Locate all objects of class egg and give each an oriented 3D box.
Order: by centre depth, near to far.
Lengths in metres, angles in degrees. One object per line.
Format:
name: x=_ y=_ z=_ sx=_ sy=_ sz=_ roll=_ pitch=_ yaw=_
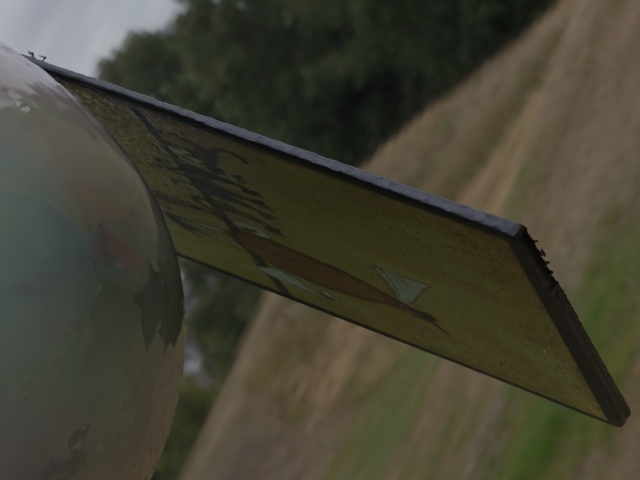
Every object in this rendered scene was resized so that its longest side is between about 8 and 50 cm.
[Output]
egg: x=-0.216 y=0.039 z=0.880 sx=0.340 sy=0.354 sz=0.354 roll=-18 pitch=32 yaw=32

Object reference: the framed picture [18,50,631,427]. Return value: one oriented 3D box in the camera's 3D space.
framed picture: x=0.000 y=0.000 z=1.136 sx=0.014 sy=0.339 sz=0.255 roll=-61 pitch=-30 yaw=-15
